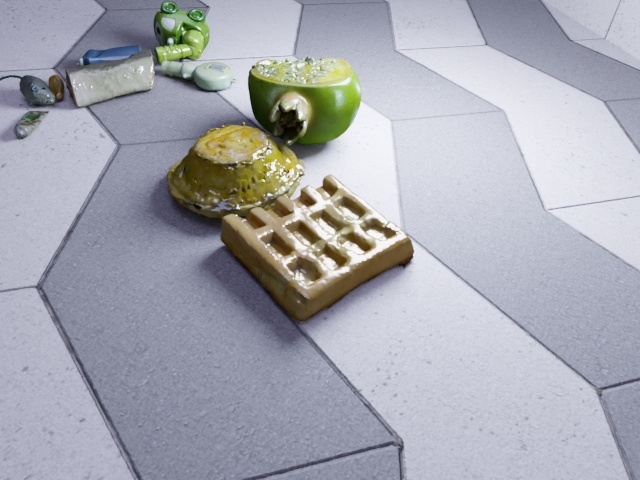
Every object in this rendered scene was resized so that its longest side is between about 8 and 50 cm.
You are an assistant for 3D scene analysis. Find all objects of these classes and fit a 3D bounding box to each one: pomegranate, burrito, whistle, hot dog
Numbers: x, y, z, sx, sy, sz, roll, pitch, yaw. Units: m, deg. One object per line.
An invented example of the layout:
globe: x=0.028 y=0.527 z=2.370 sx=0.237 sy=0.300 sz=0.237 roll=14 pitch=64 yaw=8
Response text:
pomegranate: x=-0.051 y=-0.351 z=1.550 sx=0.309 sy=0.216 sz=0.359 roll=9 pitch=43 yaw=7
burrito: x=-0.615 y=-0.496 z=1.735 sx=0.299 sy=0.105 sz=0.143 roll=-26 pitch=46 yaw=-29
whistle: x=-0.385 y=-0.536 z=1.837 sx=0.257 sy=0.067 sz=0.126 roll=12 pitch=40 yaw=11
hot dog: x=-0.790 y=-0.460 z=1.727 sx=0.044 sy=0.028 sz=0.137 roll=-33 pitch=47 yaw=-3

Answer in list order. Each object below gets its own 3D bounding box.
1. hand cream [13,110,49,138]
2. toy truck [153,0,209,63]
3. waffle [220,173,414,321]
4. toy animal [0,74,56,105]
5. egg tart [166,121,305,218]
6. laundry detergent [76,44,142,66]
hand cream: x=-0.796 y=-0.324 z=1.575 sx=0.057 sy=0.037 sz=0.165 roll=1 pitch=35 yaw=-6
toy truck: x=-0.469 y=-0.685 z=1.950 sx=0.186 sy=0.148 sz=0.211 roll=-3 pitch=62 yaw=-15
waffle: x=0.000 y=0.001 z=1.260 sx=0.348 sy=0.078 sz=0.304 roll=-27 pitch=52 yaw=-32
toy animal: x=-0.872 y=-0.453 z=1.681 sx=0.252 sy=0.070 sz=0.079 roll=22 pitch=35 yaw=20
egg tart: x=-0.211 y=-0.185 z=1.399 sx=0.340 sy=0.132 sz=0.342 roll=1 pitch=41 yaw=-1
laundry detergent: x=-0.681 y=-0.585 z=1.860 sx=0.206 sy=0.061 sz=0.097 roll=-12 pitch=52 yaw=-18
